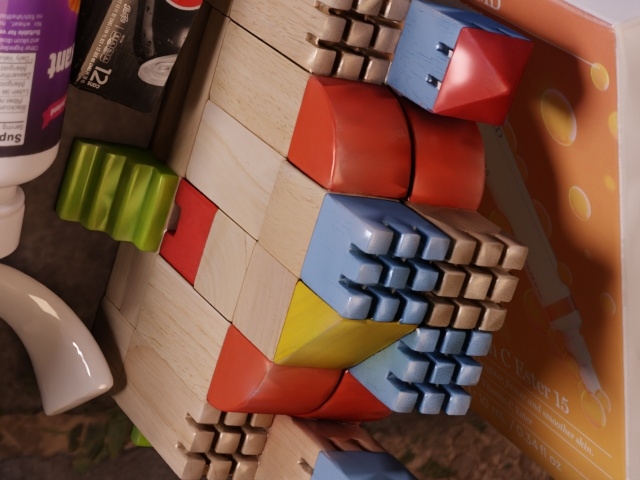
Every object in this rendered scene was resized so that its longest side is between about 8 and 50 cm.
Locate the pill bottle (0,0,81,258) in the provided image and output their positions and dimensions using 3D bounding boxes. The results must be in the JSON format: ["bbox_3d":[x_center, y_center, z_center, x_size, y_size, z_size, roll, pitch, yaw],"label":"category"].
[{"bbox_3d":[-0.181,-0.091,0.928,0.108,0.108,0.193,-1,114,-31],"label":"pill bottle"}]

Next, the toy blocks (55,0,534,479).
[{"bbox_3d":[0.000,0.000,0.988,0.191,0.261,0.381,7,109,-34],"label":"toy blocks"}]

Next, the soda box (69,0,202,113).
[{"bbox_3d":[-0.089,-0.158,0.977,0.053,0.060,0.169,19,99,-39],"label":"soda box"}]

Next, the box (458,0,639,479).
[{"bbox_3d":[0.189,-0.028,1.118,0.168,0.215,0.345,-20,122,-22],"label":"box"}]

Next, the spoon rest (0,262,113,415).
[{"bbox_3d":[-0.232,0.052,0.957,0.137,0.084,0.276,-27,161,33],"label":"spoon rest"}]
